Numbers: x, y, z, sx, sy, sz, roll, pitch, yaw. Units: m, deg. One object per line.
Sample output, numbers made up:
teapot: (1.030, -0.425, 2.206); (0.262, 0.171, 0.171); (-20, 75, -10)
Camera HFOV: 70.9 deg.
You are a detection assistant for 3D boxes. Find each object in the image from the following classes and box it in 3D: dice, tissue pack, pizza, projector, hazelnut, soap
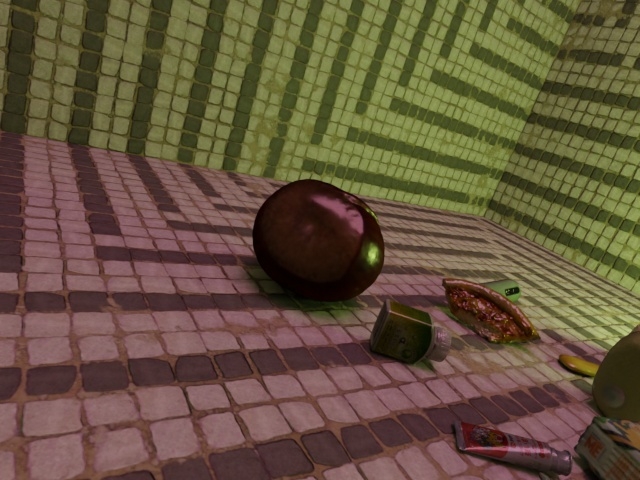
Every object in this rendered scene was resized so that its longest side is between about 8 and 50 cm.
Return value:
dice: (0.932, 0.409, 1.220); (0.251, 0.255, 0.250); (7, 18, -28)
tissue pack: (0.719, 0.512, 0.906); (0.227, 0.128, 0.311); (14, 19, -20)
pizza: (0.567, 0.244, 1.541); (0.182, 0.074, 0.365); (-34, 58, -31)
projector: (0.672, 0.214, 1.768); (0.337, 0.108, 0.108); (-1, 26, -45)
hazelnut: (0.000, 0.000, 1.367); (0.409, 0.360, 0.359); (29, 19, 5)
soap: (0.871, 0.418, 1.483); (0.168, 0.033, 0.089); (18, 20, -2)

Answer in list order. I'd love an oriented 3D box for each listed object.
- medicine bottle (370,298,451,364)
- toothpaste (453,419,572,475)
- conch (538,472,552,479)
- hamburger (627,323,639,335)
medicine bottle: (0.240, 0.250, 1.190); (0.188, 0.132, 0.088); (19, 18, -1)
toothpaste: (0.398, 0.438, 0.945); (0.233, 0.057, 0.089); (12, 19, 5)
conch: (0.436, 0.496, 0.803); (0.065, 0.088, 0.180); (59, -2, -20)
hamburger: (1.217, 0.423, 1.585); (0.275, 0.179, 0.294); (24, 15, 7)
